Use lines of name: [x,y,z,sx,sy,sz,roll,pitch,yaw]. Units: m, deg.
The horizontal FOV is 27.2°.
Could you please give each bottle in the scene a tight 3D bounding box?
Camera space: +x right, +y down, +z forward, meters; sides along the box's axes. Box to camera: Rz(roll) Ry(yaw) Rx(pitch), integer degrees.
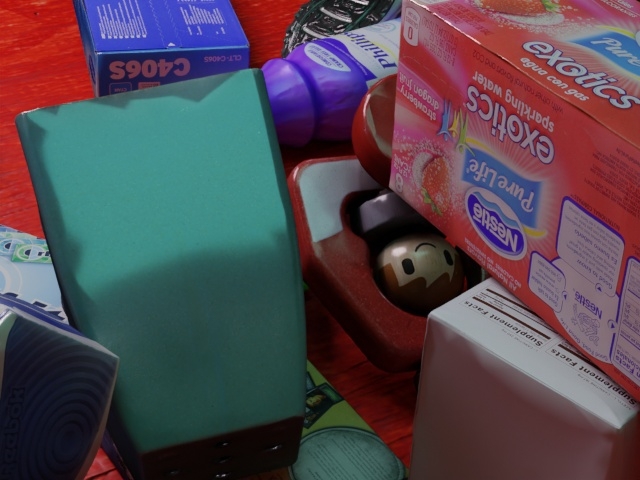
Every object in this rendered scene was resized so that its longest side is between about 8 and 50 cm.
bottle: [0.021,-0.159,1.372,0.283,0.092,0.118,-20,42,-31]

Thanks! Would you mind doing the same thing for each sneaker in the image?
sneaker: [-0.267,0.161,0.748,0.182,0.127,0.315,20,77,39]
sneaker: [0.067,-0.257,1.526,0.100,0.108,0.271,31,59,34]

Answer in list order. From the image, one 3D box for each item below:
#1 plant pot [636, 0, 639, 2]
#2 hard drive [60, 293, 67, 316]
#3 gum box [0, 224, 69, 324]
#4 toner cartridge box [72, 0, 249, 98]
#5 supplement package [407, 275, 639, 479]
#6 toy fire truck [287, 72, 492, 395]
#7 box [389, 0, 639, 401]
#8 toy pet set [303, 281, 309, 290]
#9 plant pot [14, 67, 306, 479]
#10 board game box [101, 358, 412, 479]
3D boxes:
plant pot: [0.332,-0.287,1.479,0.290,0.290,0.195,6,2,2]
hard drive: [-0.117,-0.003,1.083,0.172,0.054,0.254,1,33,-3]
gum box: [-0.263,0.061,1.058,0.157,0.041,0.184,17,35,19]
toner cartridge box: [-0.195,-0.262,1.516,0.165,0.075,0.348,-5,35,-13]
supplement package: [0.183,0.118,0.888,0.203,0.194,0.149,-26,44,-37]
toy fire truck: [0.131,0.009,1.071,0.302,0.169,0.254,-7,65,-19]
box: [0.182,-0.043,0.818,0.142,0.154,0.300,-15,36,-26]
toy pet set: [0.000,0.000,1.185,0.122,0.065,0.114,-3,69,-7]
plant pot: [-0.091,0.039,0.884,0.166,0.165,0.234,-13,65,-11]
board game box: [-0.068,0.137,0.966,0.165,0.042,0.243,-16,39,-28]
